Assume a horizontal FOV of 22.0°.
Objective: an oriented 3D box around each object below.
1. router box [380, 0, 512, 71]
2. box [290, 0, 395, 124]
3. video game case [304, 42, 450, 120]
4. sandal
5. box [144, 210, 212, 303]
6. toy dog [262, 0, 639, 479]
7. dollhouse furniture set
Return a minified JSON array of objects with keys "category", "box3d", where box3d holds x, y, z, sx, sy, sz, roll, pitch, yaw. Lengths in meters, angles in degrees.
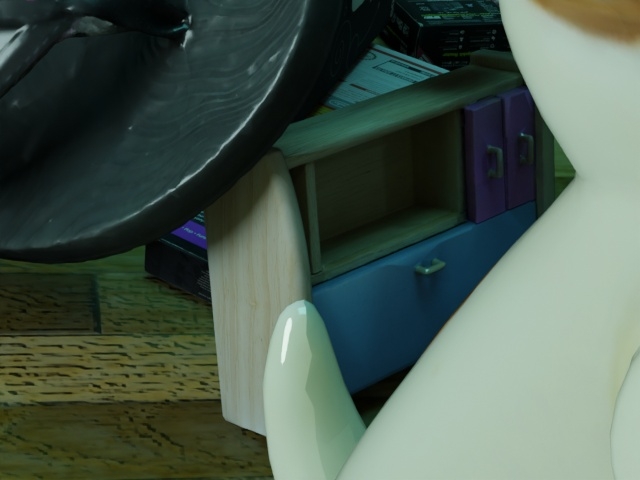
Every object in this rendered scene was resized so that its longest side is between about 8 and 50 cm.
[{"category":"router box","box3d":[0.111,-0.159,1.216,0.122,0.038,0.092,-4,29,-17]},{"category":"box","box3d":[-0.043,-0.191,1.055,0.143,0.165,0.270,12,28,13]},{"category":"video game case","box3d":[-0.058,-0.088,1.062,0.204,0.025,0.285,25,33,33]},{"category":"sandal","box3d":[-0.192,-0.077,0.767,0.446,0.167,0.107,-4,-19,35]},{"category":"box","box3d":[0.000,0.000,0.898,0.116,0.029,0.162,24,34,31]},{"category":"toy dog","box3d":[0.149,0.020,0.469,0.284,0.408,0.395,-11,32,-30]},{"category":"dollhouse furniture set","box3d":[0.124,-0.025,0.686,0.303,0.286,0.198,14,26,42]}]
